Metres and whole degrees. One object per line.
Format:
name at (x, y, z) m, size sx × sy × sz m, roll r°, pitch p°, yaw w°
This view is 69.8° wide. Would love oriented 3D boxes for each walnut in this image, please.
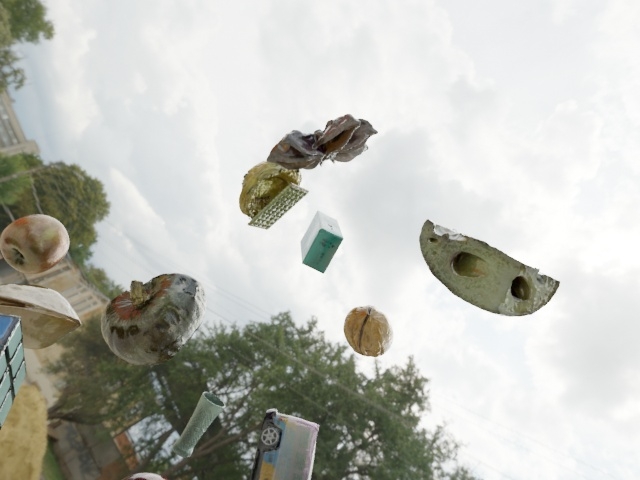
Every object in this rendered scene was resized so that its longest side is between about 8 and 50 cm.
walnut at (0.138, 0.261, 1.326) m, size 0.144 × 0.144 × 0.180 m, roll 37°, pitch -21°, yaw 34°

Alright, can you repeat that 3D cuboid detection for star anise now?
star anise at (0.007, -0.184, 0.887) m, size 0.197 × 0.212 × 0.073 m, roll 15°, pitch 61°, yaw -79°

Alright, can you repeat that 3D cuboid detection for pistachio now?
pistachio at (-0.736, 0.185, 1.149) m, size 0.260 × 0.213 × 0.162 m, roll 88°, pitch -1°, yaw -71°

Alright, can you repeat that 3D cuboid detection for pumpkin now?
pumpkin at (-0.507, 0.239, 1.366) m, size 0.242 × 0.325 × 0.232 m, roll 61°, pitch 3°, yaw -31°

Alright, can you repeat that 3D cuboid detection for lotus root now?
lotus root at (0.374, 0.072, 1.088) m, size 0.314 × 0.210 × 0.142 m, roll 40°, pitch -73°, yaw 54°

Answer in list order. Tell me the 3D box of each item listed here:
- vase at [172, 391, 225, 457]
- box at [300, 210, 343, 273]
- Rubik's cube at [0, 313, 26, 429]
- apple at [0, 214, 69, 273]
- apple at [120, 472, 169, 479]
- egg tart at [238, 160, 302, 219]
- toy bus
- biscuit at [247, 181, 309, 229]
vase at (-0.447, 0.673, 1.667) m, size 0.096 × 0.219 × 0.096 m, roll 32°, pitch -6°, yaw 4°
box at (0.000, 0.000, 1.684) m, size 0.092 × 0.245 × 0.153 m, roll 26°, pitch -74°, yaw -11°
Rubik's cube at (-0.526, 0.197, 0.632) m, size 0.162 × 0.161 × 0.163 m, roll -95°, pitch -157°, yaw -47°
apple at (-0.925, 0.009, 1.495) m, size 0.188 × 0.174 × 0.188 m, roll 10°, pitch -57°, yaw 16°
apple at (-0.420, 0.668, 1.077) m, size 0.218 × 0.218 × 0.201 m, roll 40°, pitch -23°, yaw 31°
egg tart at (-0.195, -0.204, 1.696) m, size 0.118 × 0.288 × 0.288 m, roll 53°, pitch -34°, yaw 25°
toy bus at (-0.114, 0.691, 1.287) m, size 0.162 × 0.386 × 0.171 m, roll 11°, pitch -27°, yaw 4°
biscuit at (-0.154, -0.119, 1.673) m, size 0.231 × 0.139 × 0.016 m, roll -40°, pitch -113°, yaw 18°
